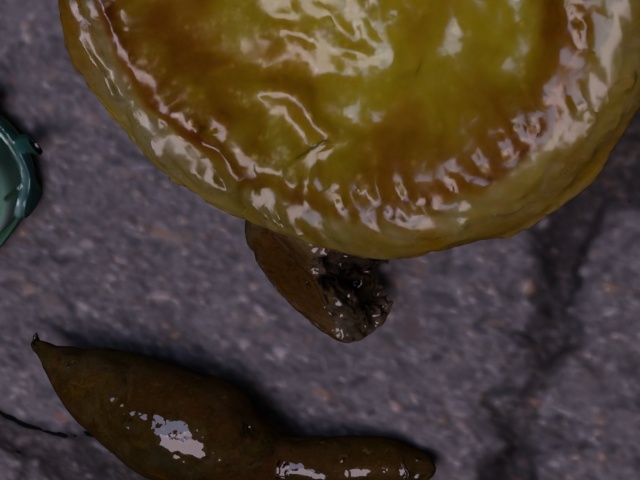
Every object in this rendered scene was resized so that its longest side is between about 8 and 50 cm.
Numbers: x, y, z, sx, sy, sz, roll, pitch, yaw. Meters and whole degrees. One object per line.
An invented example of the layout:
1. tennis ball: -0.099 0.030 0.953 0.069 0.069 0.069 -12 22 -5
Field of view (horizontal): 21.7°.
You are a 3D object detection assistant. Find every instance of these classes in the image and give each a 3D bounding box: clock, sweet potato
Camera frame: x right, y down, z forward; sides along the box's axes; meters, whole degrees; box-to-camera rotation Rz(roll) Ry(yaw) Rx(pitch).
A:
1. clock: -0.221 -0.042 1.020 0.101 0.041 0.135 45 123 -7
2. sweet potato: -0.064 0.122 1.035 0.269 0.075 0.075 16 122 7

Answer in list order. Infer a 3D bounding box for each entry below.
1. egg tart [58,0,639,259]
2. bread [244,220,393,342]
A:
1. egg tart: 0.022 -0.141 0.827 0.318 0.128 0.319 8 117 16
2. bread: 0.000 0.000 0.941 0.082 0.060 0.113 36 159 31
